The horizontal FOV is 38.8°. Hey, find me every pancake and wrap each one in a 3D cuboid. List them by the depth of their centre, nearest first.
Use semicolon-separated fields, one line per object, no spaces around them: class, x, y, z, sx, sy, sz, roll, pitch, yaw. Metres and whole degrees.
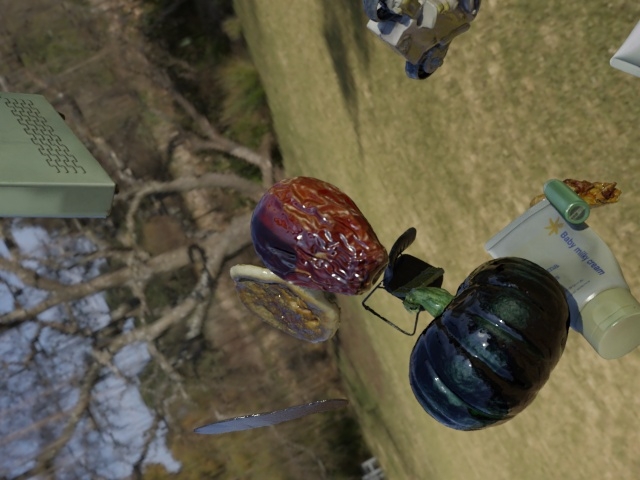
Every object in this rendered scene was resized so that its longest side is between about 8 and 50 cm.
pancake;-0.075;0.132;1.932;0.282;0.049;0.282;26;155;13

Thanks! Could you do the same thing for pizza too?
pizza;0.553;-0.099;1.940;0.154;0.193;0.069;140;120;-74

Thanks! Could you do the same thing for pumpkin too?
pumpkin;0.169;0.102;0.911;0.150;0.194;0.194;50;179;-20

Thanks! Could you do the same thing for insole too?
insole;-0.095;0.342;1.760;0.111;0.327;0.007;37;-139;-61

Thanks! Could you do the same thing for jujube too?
jujube;0.000;0.000;1.411;0.236;0.168;0.168;33;160;29

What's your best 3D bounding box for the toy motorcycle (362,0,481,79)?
toy motorcycle;0.171;-0.374;1.380;0.108;0.223;0.340;40;-173;21

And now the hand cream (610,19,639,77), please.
hand cream;0.809;-0.520;2.027;0.359;0.185;0.118;-65;23;24

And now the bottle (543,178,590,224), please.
bottle;0.285;-0.047;1.061;0.083;0.030;0.030;-107;-8;-66

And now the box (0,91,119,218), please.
box;-0.347;-0.098;0.968;0.270;0.210;0.045;41;123;46

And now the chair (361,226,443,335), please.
chair;0.204;0.089;2.065;0.145;0.140;0.221;30;149;7

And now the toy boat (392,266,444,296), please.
toy boat;0.217;0.093;2.019;0.063;0.115;0.016;-2;118;62

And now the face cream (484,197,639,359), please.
face cream;0.286;0.037;1.058;0.070;0.114;0.224;47;-171;-45
